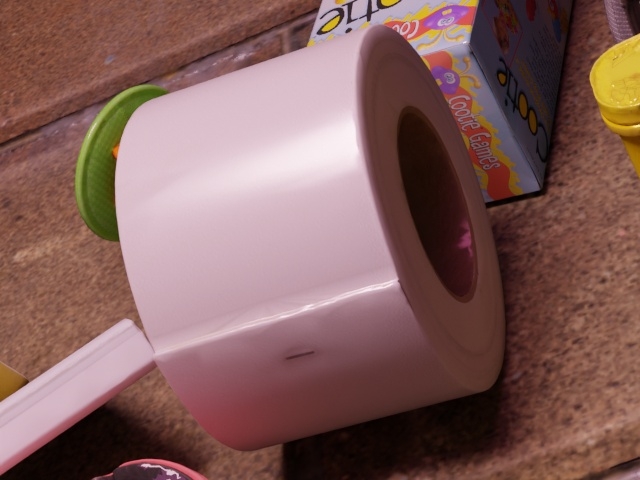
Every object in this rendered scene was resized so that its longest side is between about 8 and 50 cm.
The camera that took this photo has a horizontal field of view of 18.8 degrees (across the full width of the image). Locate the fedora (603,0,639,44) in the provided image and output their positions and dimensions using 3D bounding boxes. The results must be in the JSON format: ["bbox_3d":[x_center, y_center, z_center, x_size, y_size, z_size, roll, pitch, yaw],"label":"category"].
[{"bbox_3d":[0.331,-0.177,1.288,0.275,0.243,0.124,-8,11,36],"label":"fedora"}]

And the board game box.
[{"bbox_3d":[0.095,-0.163,1.469,0.142,0.144,0.275,-13,37,25],"label":"board game box"}]

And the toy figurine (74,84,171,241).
[{"bbox_3d":[-0.076,-0.048,1.512,0.159,0.130,0.173,20,33,33],"label":"toy figurine"}]

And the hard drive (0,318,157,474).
[{"bbox_3d":[-0.261,0.166,1.288,0.307,0.040,0.203,-35,0,-22],"label":"hard drive"}]

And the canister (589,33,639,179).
[{"bbox_3d":[0.255,-0.054,1.190,0.126,0.170,0.073,-22,35,13],"label":"canister"}]

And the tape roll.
[{"bbox_3d":[0.000,0.000,1.248,0.169,0.246,0.246,-17,37,19],"label":"tape roll"}]

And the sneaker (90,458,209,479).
[{"bbox_3d":[-0.166,0.238,1.194,0.314,0.136,0.116,-24,66,19],"label":"sneaker"}]

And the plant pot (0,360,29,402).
[{"bbox_3d":[-0.385,0.129,1.421,0.212,0.212,0.187,9,69,43],"label":"plant pot"}]
